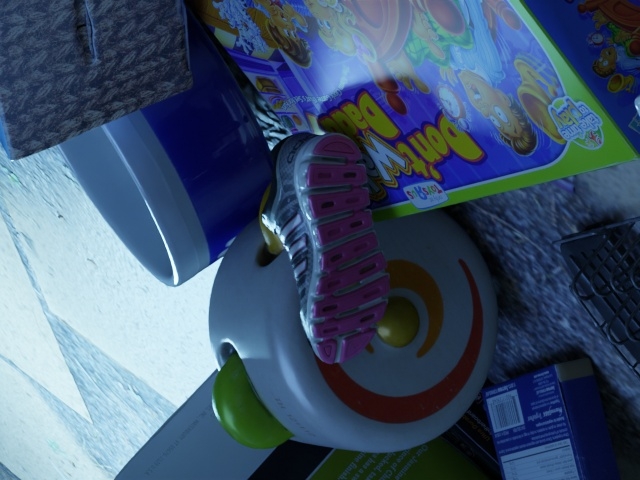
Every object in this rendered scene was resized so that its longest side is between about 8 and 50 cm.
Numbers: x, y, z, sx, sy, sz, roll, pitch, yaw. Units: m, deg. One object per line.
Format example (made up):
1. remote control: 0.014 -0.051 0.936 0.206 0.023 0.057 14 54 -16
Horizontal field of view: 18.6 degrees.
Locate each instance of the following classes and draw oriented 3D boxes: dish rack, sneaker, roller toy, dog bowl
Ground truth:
1. dish rack: 0.248 0.066 1.215 0.208 0.074 0.271 52 157 -10
2. sneaker: 0.000 0.000 1.330 0.075 0.063 0.170 31 135 54
3. roller toy: 0.027 0.056 1.443 0.191 0.209 0.146 9 175 -27
4. dog bowl: -0.143 -0.100 1.522 0.265 0.104 0.265 52 166 19

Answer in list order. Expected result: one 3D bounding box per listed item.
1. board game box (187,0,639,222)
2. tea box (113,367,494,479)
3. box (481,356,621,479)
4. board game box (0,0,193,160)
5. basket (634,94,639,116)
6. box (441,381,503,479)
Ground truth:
1. board game box: 0.058 -0.139 1.206 0.233 0.078 0.347 51 157 -11
2. tea box: -0.006 0.286 1.674 0.323 0.220 0.329 40 154 9
3. box: 0.187 0.209 1.475 0.136 0.036 0.225 148 112 -67
4. board game box: -0.215 -0.246 1.319 0.291 0.141 0.232 59 164 27
5. basket: 0.259 -0.047 0.969 0.167 0.103 0.113 49 157 -8
6. box: 0.122 0.176 1.652 0.220 0.051 0.175 43 157 9
